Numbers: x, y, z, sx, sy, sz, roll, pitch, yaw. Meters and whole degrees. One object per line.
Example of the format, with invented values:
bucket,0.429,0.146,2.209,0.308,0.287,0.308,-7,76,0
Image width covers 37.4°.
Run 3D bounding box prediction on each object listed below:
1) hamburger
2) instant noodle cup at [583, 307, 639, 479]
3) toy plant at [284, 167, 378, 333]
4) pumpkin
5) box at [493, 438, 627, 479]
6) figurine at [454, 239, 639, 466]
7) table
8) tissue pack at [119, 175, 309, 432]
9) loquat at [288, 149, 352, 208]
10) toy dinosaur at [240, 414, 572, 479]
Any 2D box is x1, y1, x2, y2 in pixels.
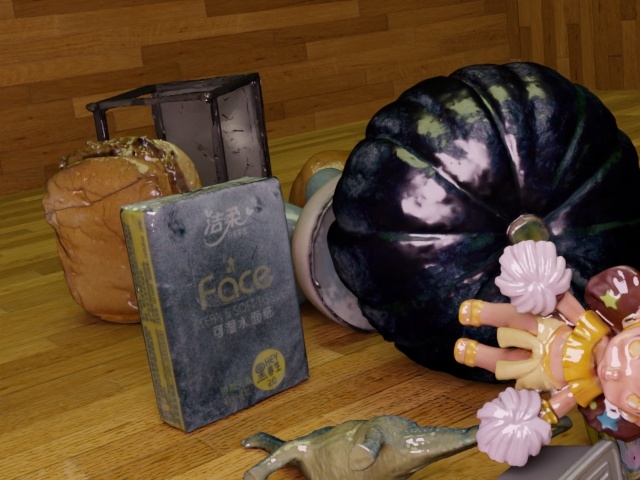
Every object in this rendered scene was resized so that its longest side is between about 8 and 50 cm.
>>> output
hamburger,-0.288,-0.019,1.456,0.259,0.283,0.144,3,25,21
instant noodle cup,0.334,0.123,0.846,0.144,0.182,0.182,1,13,-7
toy plant,0.000,0.000,1.399,0.247,0.247,0.332,-16,13,-31
pumpkin,0.186,-0.018,1.073,0.363,0.363,0.266,-9,14,-8
box,0.185,0.210,0.743,0.069,0.084,0.122,-4,11,43
figurine,0.203,0.089,0.740,0.240,0.174,0.116,6,3,38
table,-0.224,-0.101,1.647,0.222,0.335,0.272,-3,16,15
tissue pack,-0.118,0.066,1.090,0.185,0.257,0.081,-19,16,-38
loquat,0.037,-0.067,1.705,0.187,0.176,0.234,36,32,1
toy dinosaur,0.036,0.194,0.848,0.363,0.076,0.147,-14,9,34
